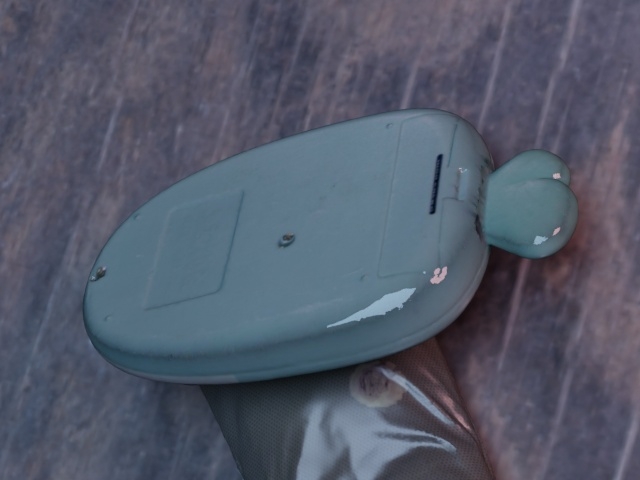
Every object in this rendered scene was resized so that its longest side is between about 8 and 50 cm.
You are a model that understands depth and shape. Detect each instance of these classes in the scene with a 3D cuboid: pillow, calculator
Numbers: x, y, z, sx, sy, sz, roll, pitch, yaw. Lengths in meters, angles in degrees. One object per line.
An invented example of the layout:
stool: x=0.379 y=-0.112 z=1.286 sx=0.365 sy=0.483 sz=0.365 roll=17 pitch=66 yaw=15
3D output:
pillow: x=0.021 y=0.130 z=1.084 sx=0.169 sy=0.059 sz=0.255 roll=-32 pitch=64 yaw=12
calculator: x=0.000 y=0.000 z=1.099 sx=0.295 sy=0.042 sz=0.184 roll=-13 pitch=40 yaw=21
